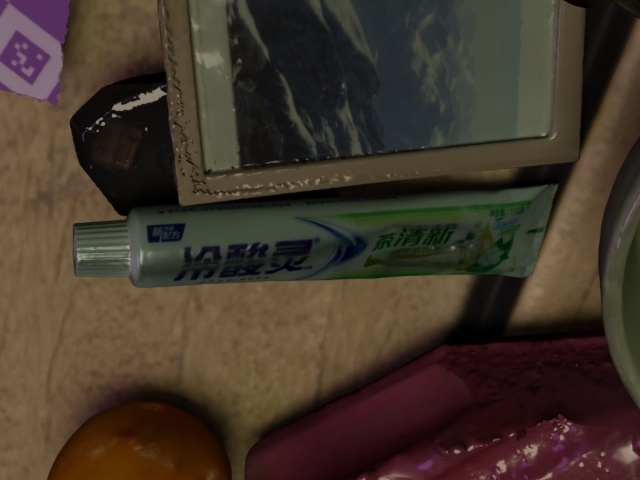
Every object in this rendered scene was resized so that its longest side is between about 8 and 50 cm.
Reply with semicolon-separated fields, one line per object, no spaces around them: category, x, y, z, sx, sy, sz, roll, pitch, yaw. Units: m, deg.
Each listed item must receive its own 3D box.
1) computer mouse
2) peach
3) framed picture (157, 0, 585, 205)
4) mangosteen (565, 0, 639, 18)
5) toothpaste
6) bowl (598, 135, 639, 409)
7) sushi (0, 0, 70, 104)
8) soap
computer mouse;-0.070;-0.056;0.860;0.172;0.057;0.099;16;120;-18
peach;-0.129;0.184;0.967;0.138;0.138;0.138;3;121;5
framed picture;0.028;-0.181;0.755;0.247;0.022;0.335;-6;120;-7
mangosteen;0.156;-0.211;0.639;0.289;0.231;0.231;9;122;7
toothpaste;0.000;0.000;0.852;0.297;0.048;0.075;-2;127;-13
bowl;0.306;-0.011;0.774;0.307;0.163;0.307;3;121;4
sushi;-0.256;-0.222;0.763;0.264;0.050;0.290;16;122;7
soap;0.102;0.185;0.939;0.325;0.127;0.220;-33;111;24
